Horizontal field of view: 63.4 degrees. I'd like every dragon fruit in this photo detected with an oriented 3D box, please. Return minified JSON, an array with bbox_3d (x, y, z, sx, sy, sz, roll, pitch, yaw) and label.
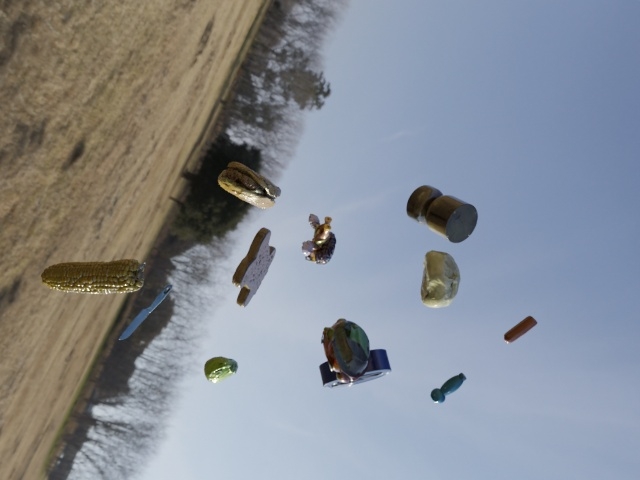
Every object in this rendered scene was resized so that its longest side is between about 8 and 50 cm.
[{"bbox_3d":[0.117,0.459,2.223,0.130,0.269,0.295,-36,-130,40],"label":"dragon fruit"}]

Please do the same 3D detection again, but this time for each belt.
[{"bbox_3d":[0.170,0.634,2.561,0.212,0.347,0.117,65,10,-63],"label":"belt"}]

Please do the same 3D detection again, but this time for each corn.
[{"bbox_3d":[-0.659,0.106,1.506,0.102,0.313,0.101,-2,90,-77],"label":"corn"}]

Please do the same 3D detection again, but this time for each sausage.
[{"bbox_3d":[0.718,0.322,1.868,0.131,0.039,0.041,-37,-168,5],"label":"sausage"}]

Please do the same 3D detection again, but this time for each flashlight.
[{"bbox_3d":[0.405,0.468,1.642,0.129,0.051,0.051,-41,-161,10],"label":"flashlight"}]

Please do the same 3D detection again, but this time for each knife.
[{"bbox_3d":[-0.751,0.308,2.232,0.313,0.044,0.019,-50,-137,-10],"label":"knife"}]

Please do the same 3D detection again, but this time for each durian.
[{"bbox_3d":[-0.410,0.523,2.133,0.139,0.101,0.250,-23,165,-6],"label":"durian"}]

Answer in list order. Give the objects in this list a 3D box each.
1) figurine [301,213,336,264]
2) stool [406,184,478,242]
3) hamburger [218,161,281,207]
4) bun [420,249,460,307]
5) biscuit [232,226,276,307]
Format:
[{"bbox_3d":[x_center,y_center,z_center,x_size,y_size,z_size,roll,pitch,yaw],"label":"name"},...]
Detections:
[{"bbox_3d":[0.001,0.001,1.930,0.240,0.116,0.174,88,12,-54],"label":"figurine"},{"bbox_3d":[0.521,-0.118,2.239,0.264,0.179,0.179,38,-78,52],"label":"stool"},{"bbox_3d":[-0.312,-0.239,2.272,0.144,0.260,0.283,-56,159,-2],"label":"hamburger"},{"bbox_3d":[0.477,0.156,2.060,0.229,0.145,0.229,3,90,-83],"label":"bun"},{"bbox_3d":[-0.348,0.142,2.628,0.368,0.076,0.394,-62,170,-18],"label":"biscuit"}]
